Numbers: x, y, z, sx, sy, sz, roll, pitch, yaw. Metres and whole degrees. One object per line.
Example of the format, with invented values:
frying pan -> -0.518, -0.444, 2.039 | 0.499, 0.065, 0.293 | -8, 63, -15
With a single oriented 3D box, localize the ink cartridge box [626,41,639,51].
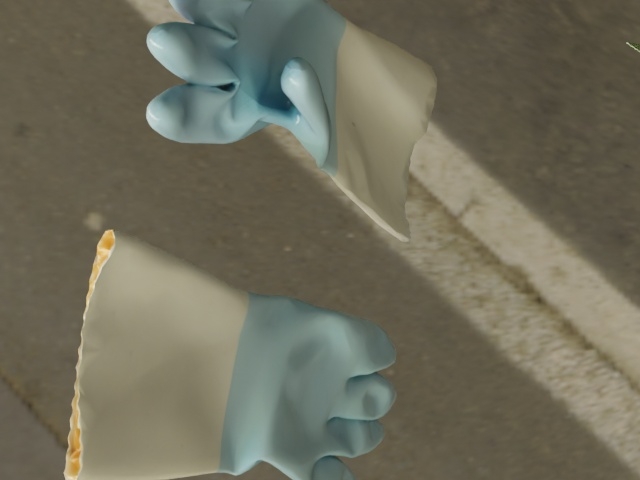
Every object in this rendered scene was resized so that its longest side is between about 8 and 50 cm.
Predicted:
ink cartridge box -> 0.412, -0.148, 1.574 | 0.235, 0.171, 0.056 | -121, 44, -55

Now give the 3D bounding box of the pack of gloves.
pack of gloves -> 0.000, 0.000, 0.642 | 0.046, 0.232, 0.195 | 3, 82, 27
